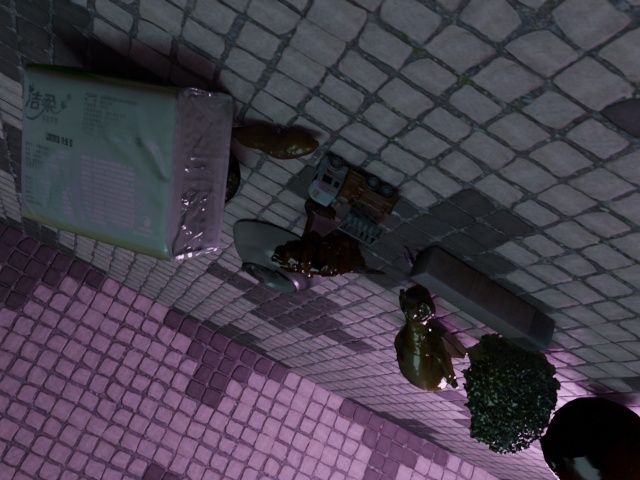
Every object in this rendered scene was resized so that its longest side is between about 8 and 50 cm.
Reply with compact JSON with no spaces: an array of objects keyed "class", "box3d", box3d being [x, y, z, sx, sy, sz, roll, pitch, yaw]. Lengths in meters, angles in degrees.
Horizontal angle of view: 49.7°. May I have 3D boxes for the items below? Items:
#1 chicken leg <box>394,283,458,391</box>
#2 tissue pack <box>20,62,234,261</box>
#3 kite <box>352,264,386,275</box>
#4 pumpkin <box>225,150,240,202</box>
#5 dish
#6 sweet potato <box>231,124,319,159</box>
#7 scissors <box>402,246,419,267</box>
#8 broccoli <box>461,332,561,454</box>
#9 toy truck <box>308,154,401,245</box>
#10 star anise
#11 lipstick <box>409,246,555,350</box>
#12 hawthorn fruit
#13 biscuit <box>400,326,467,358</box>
[{"class":"chicken leg","box3d":[0.278,0.265,1.881,0.201,0.152,0.429,48,161,41]},{"class":"tissue pack","box3d":[-0.394,-0.165,1.391,0.404,0.332,0.205,15,-164,26]},{"class":"kite","box3d":[0.086,0.064,1.844,0.189,0.010,0.159,22,158,6]},{"class":"pumpkin","box3d":[-0.271,-0.152,1.542,0.190,0.146,0.190,6,140,5]},{"class":"dish","box3d":[-0.126,0.069,1.952,0.316,0.106,0.316,22,159,9]},{"class":"sweet potato","box3d":[-0.096,-0.196,1.372,0.218,0.051,0.065,12,114,28]},{"class":"scissors","box3d":[0.222,0.048,1.654,0.039,0.012,0.113,16,157,23]},{"class":"broccoli","box3d":[0.515,0.399,1.851,0.249,0.302,0.375,-10,119,22]},{"class":"toy truck","box3d":[0.057,-0.083,1.390,0.177,0.115,0.080,29,159,-6]},{"class":"star anise","box3d":[0.000,0.009,1.645,0.237,0.148,0.346,3,156,-3]},{"class":"lipstick","box3d":[0.381,0.140,1.611,0.371,0.076,0.079,31,158,-15]},{"class":"hawthorn fruit","box3d":[0.767,0.578,1.939,0.315,0.316,0.316,21,158,9]},{"class":"biscuit","box3d":[0.339,0.306,2.085,0.121,0.041,0.199,41,155,-26]}]
